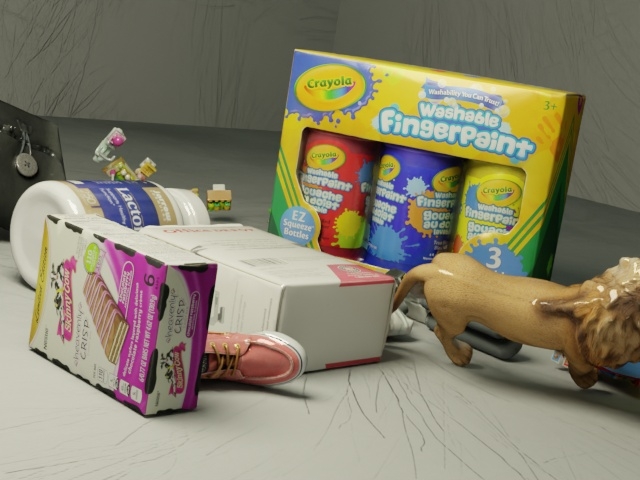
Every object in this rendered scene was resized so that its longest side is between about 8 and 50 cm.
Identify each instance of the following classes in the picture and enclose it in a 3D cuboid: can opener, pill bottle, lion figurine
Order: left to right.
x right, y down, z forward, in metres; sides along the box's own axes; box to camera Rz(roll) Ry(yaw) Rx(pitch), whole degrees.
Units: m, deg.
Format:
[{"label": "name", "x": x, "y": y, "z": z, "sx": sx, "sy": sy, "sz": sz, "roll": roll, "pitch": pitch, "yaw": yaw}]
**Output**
[{"label": "pill bottle", "x": -0.288, "y": -0.010, "z": 1.643, "sx": 0.153, "sy": 0.153, "sz": 0.264, "roll": 16, "pitch": 13, "yaw": 36}, {"label": "can opener", "x": 0.163, "y": 0.109, "z": 1.670, "sx": 0.280, "sy": 0.074, "sz": 0.093, "roll": 17, "pitch": 47, "yaw": 44}, {"label": "lion figurine", "x": 0.245, "y": 0.080, "z": 1.422, "sx": 0.392, "sy": 0.142, "sz": 0.240, "roll": 4, "pitch": -21, "yaw": 9}]

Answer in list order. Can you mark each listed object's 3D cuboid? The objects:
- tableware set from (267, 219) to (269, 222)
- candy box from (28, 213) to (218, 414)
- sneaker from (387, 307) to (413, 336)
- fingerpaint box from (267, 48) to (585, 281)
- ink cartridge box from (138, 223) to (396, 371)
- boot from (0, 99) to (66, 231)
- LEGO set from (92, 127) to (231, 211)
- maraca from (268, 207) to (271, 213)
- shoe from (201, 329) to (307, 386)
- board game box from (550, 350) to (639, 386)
[{"label": "tableware set", "x": 0.000, "y": 0.000, "z": 2.172, "sx": 0.194, "sy": 0.039, "sz": 0.128, "roll": 12, "pitch": -3, "yaw": -14}, {"label": "candy box", "x": -0.216, "y": 0.072, "z": 1.242, "sx": 0.071, "sy": 0.159, "sz": 0.233, "roll": 1, "pitch": 12, "yaw": -44}, {"label": "sneaker", "x": 0.076, "y": 0.103, "z": 1.651, "sx": 0.061, "sy": 0.054, "sz": 0.152, "roll": 14, "pitch": 13, "yaw": -29}, {"label": "fingerpaint box", "x": 0.156, "y": -0.088, "z": 1.851, "sx": 0.444, "sy": 0.371, "sz": 0.163, "roll": 14, "pitch": 11, "yaw": 21}, {"label": "ink cartridge box", "x": -0.079, "y": 0.068, "z": 1.496, "sx": 0.283, "sy": 0.117, "sz": 0.207, "roll": 19, "pitch": 14, "yaw": 42}, {"label": "boot", "x": -0.577, "y": -0.083, "z": 1.710, "sx": 0.146, "sy": 0.367, "sz": 0.445, "roll": -13, "pitch": -26, "yaw": 31}, {"label": "LEGO set", "x": -0.306, "y": -0.086, "z": 2.206, "sx": 0.287, "sy": 0.132, "sz": 0.107, "roll": 29, "pitch": 20, "yaw": -22}, {"label": "maraca", "x": -0.020, "y": -0.056, "z": 2.269, "sx": 0.127, "sy": 0.099, "sz": 0.185, "roll": 0, "pitch": 2, "yaw": 32}, {"label": "shoe", "x": -0.109, "y": 0.133, "z": 1.285, "sx": 0.178, "sy": 0.063, "sz": 0.081, "roll": 7, "pitch": 10, "yaw": 18}, {"label": "board game box", "x": 0.384, "y": 0.172, "z": 1.574, "sx": 0.133, "sy": 0.033, "sz": 0.168, "roll": 7, "pitch": 13, "yaw": -43}]
